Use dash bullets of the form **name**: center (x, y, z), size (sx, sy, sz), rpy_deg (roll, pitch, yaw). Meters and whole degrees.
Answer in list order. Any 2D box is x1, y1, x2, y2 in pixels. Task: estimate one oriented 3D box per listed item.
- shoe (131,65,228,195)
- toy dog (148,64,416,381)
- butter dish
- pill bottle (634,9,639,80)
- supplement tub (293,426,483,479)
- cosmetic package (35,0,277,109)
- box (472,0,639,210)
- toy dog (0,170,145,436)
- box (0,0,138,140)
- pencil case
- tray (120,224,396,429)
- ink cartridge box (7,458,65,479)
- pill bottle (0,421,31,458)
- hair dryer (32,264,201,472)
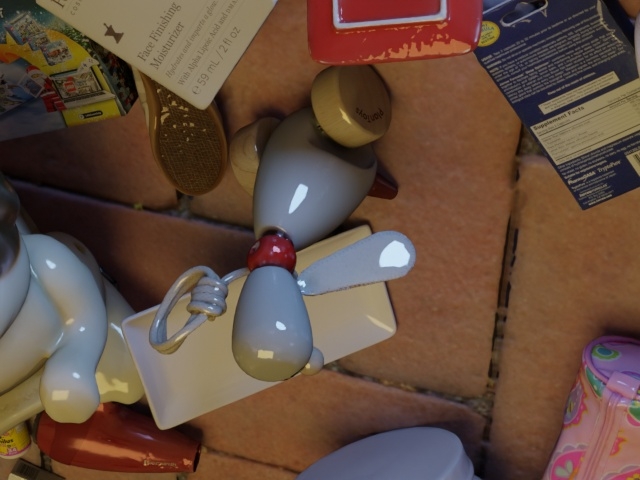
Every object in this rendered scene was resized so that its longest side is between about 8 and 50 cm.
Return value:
- **shoe**: center (-0.140, -0.141, 1.854), size (0.077, 0.058, 0.219), rpy_deg (-12, 127, 3)
- **toy dog**: center (0.000, 0.000, 1.772), size (0.161, 0.333, 0.220), rpy_deg (34, 157, -29)
- **butter dish**: center (0.077, -0.229, 1.673), size (0.160, 0.118, 0.159), rpy_deg (-3, 84, 21)
- **pill bottle**: center (0.372, -0.165, 1.614), size (0.187, 0.112, 0.112), rpy_deg (-10, 122, 25)
- **supplement tub**: center (0.108, 0.392, 2.024), size (0.241, 0.241, 0.331), rpy_deg (-12, 109, 27)
- **cosmetic package**: center (-0.125, -0.249, 1.697), size (0.184, 0.151, 0.151), rpy_deg (32, 128, -6)
- **box**: center (0.240, -0.142, 1.726), size (0.136, 0.036, 0.225), rpy_deg (-24, 116, 32)
- **toy dog**: center (-0.349, 0.039, 1.829), size (0.285, 0.408, 0.395), rpy_deg (-19, 80, 0)
- **box**: center (-0.316, -0.180, 1.886), size (0.233, 0.044, 0.159), rpy_deg (-9, 122, 25)
- **pencil case**: center (0.287, 0.235, 1.921), size (0.124, 0.124, 0.284), rpy_deg (18, 121, 6)
- **tray**: center (-0.062, 0.084, 1.929), size (0.270, 0.030, 0.145), rpy_deg (-22, 122, -9)
- **ink cartridge box**: center (-0.354, 0.319, 2.288), size (0.063, 0.029, 0.115), rpy_deg (24, 131, 0)
- **pill bottle**: center (-0.365, 0.210, 2.199), size (0.043, 0.043, 0.083), rpy_deg (2, 126, 18)
- **hair dryer**: center (-0.250, 0.168, 2.104), size (0.293, 0.080, 0.224), rpy_deg (44, 127, -16)
